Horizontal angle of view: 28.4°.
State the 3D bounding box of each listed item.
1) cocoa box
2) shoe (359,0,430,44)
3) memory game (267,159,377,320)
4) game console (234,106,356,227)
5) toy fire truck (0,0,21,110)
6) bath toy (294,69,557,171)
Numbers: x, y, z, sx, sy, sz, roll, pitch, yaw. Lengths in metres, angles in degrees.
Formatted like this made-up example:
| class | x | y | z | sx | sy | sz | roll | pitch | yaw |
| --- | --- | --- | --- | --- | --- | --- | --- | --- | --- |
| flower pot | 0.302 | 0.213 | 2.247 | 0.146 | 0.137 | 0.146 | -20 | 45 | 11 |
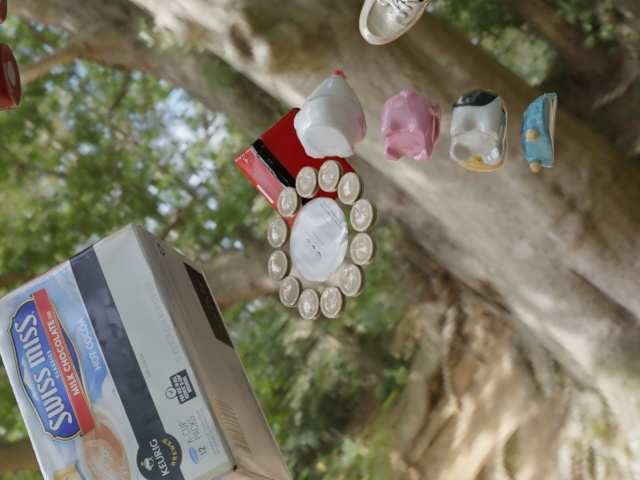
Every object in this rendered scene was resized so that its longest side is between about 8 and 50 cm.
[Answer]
| class | x | y | z | sx | sy | sz | roll | pitch | yaw |
| --- | --- | --- | --- | --- | --- | --- | --- | --- | --- |
| cocoa box | -0.224 | 0.199 | 1.582 | 0.228 | 0.347 | 0.231 | -29 | -23 | 8 |
| shoe | 0.124 | -0.345 | 1.637 | 0.219 | 0.076 | 0.058 | -49 | -4 | 15 |
| memory game | 0.000 | 0.000 | 1.447 | 0.012 | 0.186 | 0.186 | 8 | -54 | -41 |
| game console | -0.038 | -0.106 | 1.887 | 0.085 | 0.144 | 0.124 | -44 | 7 | -27 |
| toy fire truck | -0.545 | -0.282 | 1.785 | 0.254 | 0.169 | 0.302 | -90 | -7 | -78 |
| bath toy | 0.142 | -0.162 | 1.709 | 0.151 | 0.348 | 0.129 | 82 | -164 | -55 |
